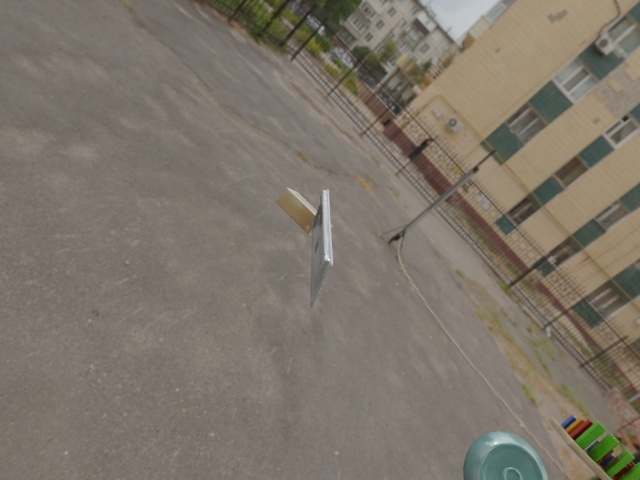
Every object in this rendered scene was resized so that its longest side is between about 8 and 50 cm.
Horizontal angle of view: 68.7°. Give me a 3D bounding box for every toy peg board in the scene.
[{"bbox_3d":[0.596,0.446,1.000,0.161,0.079,0.160,47,7,11],"label":"toy peg board"}]

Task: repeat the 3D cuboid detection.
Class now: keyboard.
[{"bbox_3d":[0.000,0.000,0.691,0.014,0.072,0.256,13,26,-7],"label":"keyboard"}]

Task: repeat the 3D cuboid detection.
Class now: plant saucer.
[{"bbox_3d":[0.254,0.320,0.630,0.119,0.119,0.021,53,-19,19],"label":"plant saucer"}]

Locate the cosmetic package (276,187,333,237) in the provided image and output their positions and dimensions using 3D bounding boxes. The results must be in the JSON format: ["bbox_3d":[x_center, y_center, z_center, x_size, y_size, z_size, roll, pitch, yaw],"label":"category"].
[{"bbox_3d":[-0.032,-0.053,0.966,0.115,0.041,0.060,45,10,17],"label":"cosmetic package"}]
